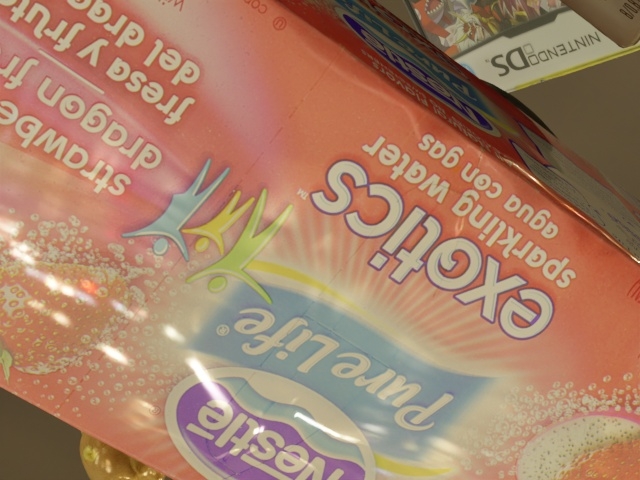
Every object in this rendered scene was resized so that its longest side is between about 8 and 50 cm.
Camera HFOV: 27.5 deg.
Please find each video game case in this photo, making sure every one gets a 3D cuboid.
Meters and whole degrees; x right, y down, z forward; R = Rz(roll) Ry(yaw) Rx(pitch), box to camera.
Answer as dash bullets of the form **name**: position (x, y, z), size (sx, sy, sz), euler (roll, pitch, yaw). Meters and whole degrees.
- **video game case**: position (0.117, -0.242, 0.923), size (0.035, 0.248, 0.275), euler (-32, -80, -28)

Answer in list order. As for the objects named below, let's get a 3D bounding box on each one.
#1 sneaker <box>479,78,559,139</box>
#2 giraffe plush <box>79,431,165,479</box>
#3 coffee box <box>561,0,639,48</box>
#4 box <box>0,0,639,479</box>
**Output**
- **sneaker**: position (0.048, -0.064, 0.758), size (0.267, 0.101, 0.106), euler (31, -166, 17)
- **giraffe plush**: position (-0.115, 0.132, 0.988), size (0.210, 0.170, 0.181), euler (-66, -37, -57)
- **coffee box**: position (0.118, -0.215, 0.410), size (0.168, 0.297, 0.119), euler (39, -113, 4)
- **box**: position (0.000, 0.000, 0.445), size (0.300, 0.142, 0.154), euler (33, -164, -23)
